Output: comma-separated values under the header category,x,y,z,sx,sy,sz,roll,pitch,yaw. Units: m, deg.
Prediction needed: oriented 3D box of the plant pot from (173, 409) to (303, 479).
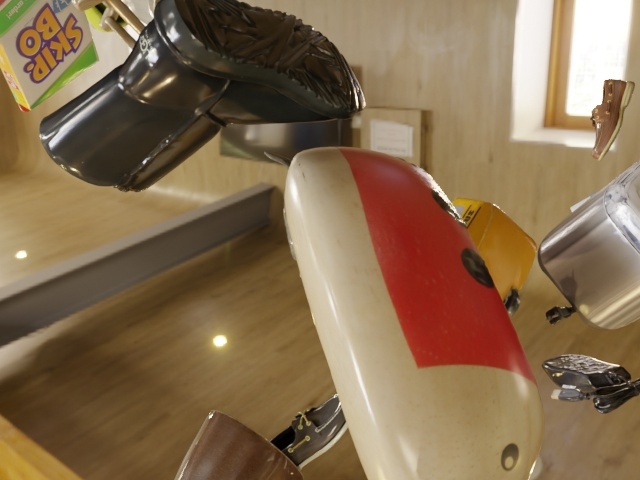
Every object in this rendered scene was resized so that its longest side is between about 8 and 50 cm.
category,x,y,z,sx,sy,sz,roll,pitch,yaw
plant pot,-0.181,0.461,1.168,0.216,0.215,0.230,13,-127,38

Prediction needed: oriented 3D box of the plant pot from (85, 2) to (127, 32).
category,x,y,z,sx,sy,sz,roll,pitch,yaw
plant pot,-0.325,-0.486,1.084,0.207,0.228,0.227,-33,-162,27

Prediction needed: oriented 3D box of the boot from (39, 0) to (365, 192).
category,x,y,z,sx,sy,sz,roll,pitch,yaw
boot,-0.104,-0.121,0.611,0.207,0.094,0.247,-30,161,34

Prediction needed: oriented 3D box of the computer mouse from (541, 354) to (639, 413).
category,x,y,z,sx,sy,sz,roll,pitch,yaw
computer mouse,0.493,0.277,1.236,0.184,0.060,0.262,-12,-176,-24

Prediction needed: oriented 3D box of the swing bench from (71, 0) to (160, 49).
category,x,y,z,sx,sy,sz,roll,pitch,yaw
swing bench,-0.185,-0.352,0.779,0.255,0.165,0.253,-45,-130,1

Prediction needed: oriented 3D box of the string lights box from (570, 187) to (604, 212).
category,x,y,z,sx,sy,sz,roll,pitch,yaw
string lights box,0.568,-0.063,1.125,0.260,0.077,0.133,-35,-156,34

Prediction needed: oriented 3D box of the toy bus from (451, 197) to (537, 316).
category,x,y,z,sx,sy,sz,roll,pitch,yaw
toy bus,0.163,0.107,0.904,0.108,0.332,0.130,37,172,-28

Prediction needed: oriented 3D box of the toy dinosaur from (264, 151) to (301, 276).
category,x,y,z,sx,sy,sz,roll,pitch,yaw
toy dinosaur,0.000,0.000,0.928,0.121,0.313,0.160,-44,-154,11

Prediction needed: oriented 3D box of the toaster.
category,x,y,z,sx,sy,sz,roll,pitch,yaw
toaster,0.322,-0.009,0.643,0.227,0.146,0.129,-27,-108,-22

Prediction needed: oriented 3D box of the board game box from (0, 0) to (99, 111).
category,x,y,z,sx,sy,sz,roll,pitch,yaw
board game box,-0.347,-0.273,0.799,0.039,0.259,0.124,34,-118,14

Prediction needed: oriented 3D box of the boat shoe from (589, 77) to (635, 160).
category,x,y,z,sx,sy,sz,roll,pitch,yaw
boat shoe,0.556,-0.238,1.286,0.060,0.177,0.064,21,167,13

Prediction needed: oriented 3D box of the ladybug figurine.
category,x,y,z,sx,sy,sz,roll,pitch,yaw
ladybug figurine,0.084,0.069,0.657,0.162,0.305,0.449,-20,-126,2

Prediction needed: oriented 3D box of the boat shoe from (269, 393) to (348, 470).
category,x,y,z,sx,sy,sz,roll,pitch,yaw
boat shoe,-0.029,0.350,1.184,0.069,0.227,0.081,40,-168,-16
